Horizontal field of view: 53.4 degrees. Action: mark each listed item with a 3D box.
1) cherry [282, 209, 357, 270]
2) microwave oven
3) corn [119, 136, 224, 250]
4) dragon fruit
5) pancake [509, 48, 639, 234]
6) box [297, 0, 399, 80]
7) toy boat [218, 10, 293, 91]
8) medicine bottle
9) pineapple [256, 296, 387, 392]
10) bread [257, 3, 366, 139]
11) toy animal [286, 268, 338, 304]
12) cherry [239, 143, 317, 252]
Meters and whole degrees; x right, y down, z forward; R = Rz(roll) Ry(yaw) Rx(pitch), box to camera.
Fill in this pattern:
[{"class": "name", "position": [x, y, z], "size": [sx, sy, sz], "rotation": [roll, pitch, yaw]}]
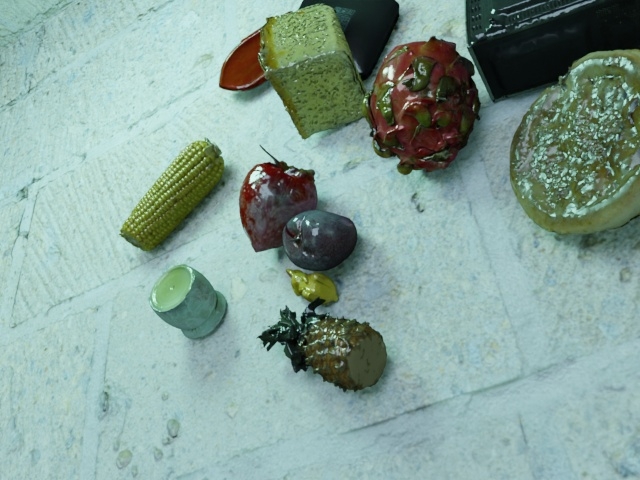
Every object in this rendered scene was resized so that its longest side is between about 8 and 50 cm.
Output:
[{"class": "cherry", "position": [-0.001, 0.000, 1.460], "size": [0.176, 0.176, 0.139], "rotation": [-2, 90, 33]}, {"class": "microwave oven", "position": [0.518, -0.513, 1.417], "size": [0.355, 0.218, 0.286], "rotation": [-11, 54, 28]}, {"class": "corn", "position": [-0.422, -0.129, 1.846], "size": [0.387, 0.144, 0.144], "rotation": [-51, 47, -2]}, {"class": "dragon fruit", "position": [0.225, -0.292, 1.456], "size": [0.269, 0.250, 0.290], "rotation": [-3, 81, 48]}, {"class": "pancake", "position": [0.497, -0.187, 1.197], "size": [0.382, 0.071, 0.382], "rotation": [-42, 39, 47]}, {"class": "box", "position": [0.055, -0.603, 1.839], "size": [0.290, 0.073, 0.288], "rotation": [18, 72, 17]}, {"class": "toy boat", "position": [-0.191, -0.576, 1.999], "size": [0.332, 0.145, 0.133], "rotation": [-33, 12, 14]}, {"class": "medicine bottle", "position": [-0.328, 0.153, 1.583], "size": [0.147, 0.143, 0.147], "rotation": [-18, 47, 21]}, {"class": "pineapple", "position": [-0.004, 0.207, 1.345], "size": [0.310, 0.141, 0.170], "rotation": [11, 72, 46]}, {"class": "bread", "position": [-0.021, -0.469, 1.747], "size": [0.249, 0.279, 0.315], "rotation": [-17, 35, 13]}, {"class": "toy animal", "position": [-0.031, 0.102, 1.481], "size": [0.159, 0.083, 0.070], "rotation": [18, 81, 54]}, {"class": "cherry", "position": [-0.114, -0.083, 1.577], "size": [0.175, 0.192, 0.249], "rotation": [-22, 47, 68]}]
